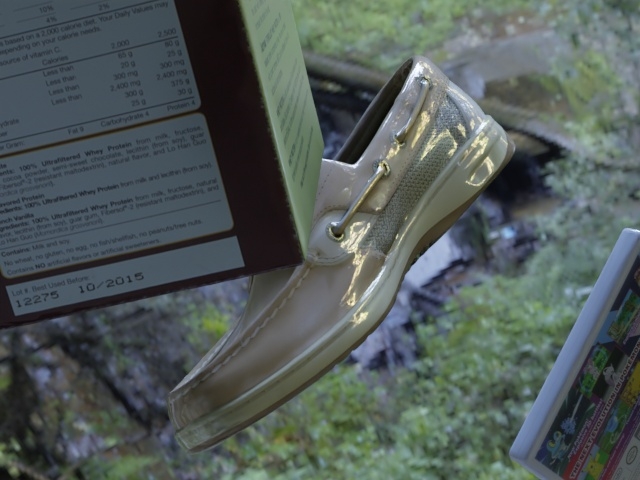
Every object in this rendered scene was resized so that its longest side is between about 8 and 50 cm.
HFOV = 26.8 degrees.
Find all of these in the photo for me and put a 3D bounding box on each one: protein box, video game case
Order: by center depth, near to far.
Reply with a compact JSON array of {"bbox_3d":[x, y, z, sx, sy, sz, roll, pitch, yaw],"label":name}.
[{"bbox_3d":[-0.089,-0.098,0.551,0.136,0.201,0.200,-12,16,6],"label":"protein box"},{"bbox_3d":[0.247,0.119,1.068,0.023,0.183,0.201,17,74,50],"label":"video game case"}]

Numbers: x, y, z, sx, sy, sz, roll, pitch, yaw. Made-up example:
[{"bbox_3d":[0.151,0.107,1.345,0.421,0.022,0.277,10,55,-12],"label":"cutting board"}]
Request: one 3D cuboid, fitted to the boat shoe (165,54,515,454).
[{"bbox_3d":[0.000,0.000,0.790,0.302,0.098,0.109,-46,9,-32],"label":"boat shoe"}]
